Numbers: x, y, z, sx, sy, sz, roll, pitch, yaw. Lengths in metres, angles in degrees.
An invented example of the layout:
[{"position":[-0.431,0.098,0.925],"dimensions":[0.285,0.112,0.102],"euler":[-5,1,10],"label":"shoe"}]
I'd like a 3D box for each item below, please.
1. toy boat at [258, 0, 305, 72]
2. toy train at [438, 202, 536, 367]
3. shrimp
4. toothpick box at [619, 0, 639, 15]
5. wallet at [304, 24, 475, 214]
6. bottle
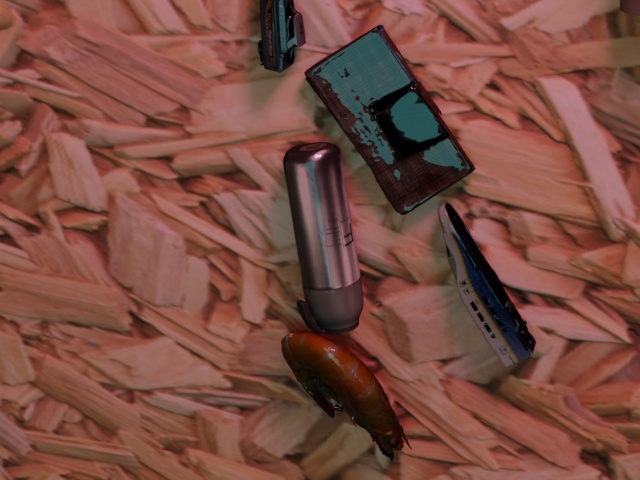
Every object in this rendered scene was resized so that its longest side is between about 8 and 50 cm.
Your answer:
[{"position":[-0.052,-0.287,1.904],"dimensions":[0.060,0.055,0.141],"euler":[3,109,16],"label":"toy boat"},{"position":[0.207,0.056,1.981],"dimensions":[0.051,0.052,0.234],"euler":[-29,102,22],"label":"toy train"},{"position":[0.035,0.209,2.038],"dimensions":[0.068,0.150,0.248],"euler":[-49,113,-24],"label":"shrimp"},{"position":[0.407,-0.365,1.775],"dimensions":[0.111,0.111,0.180],"euler":[-1,110,10],"label":"toothpick box"},{"position":[0.090,-0.154,1.934],"dimensions":[0.124,0.042,0.230],"euler":[-31,99,20],"label":"wallet"},{"position":[0.000,0.000,1.975],"dimensions":[0.096,0.079,0.253],"euler":[-19,110,-27],"label":"bottle"}]
